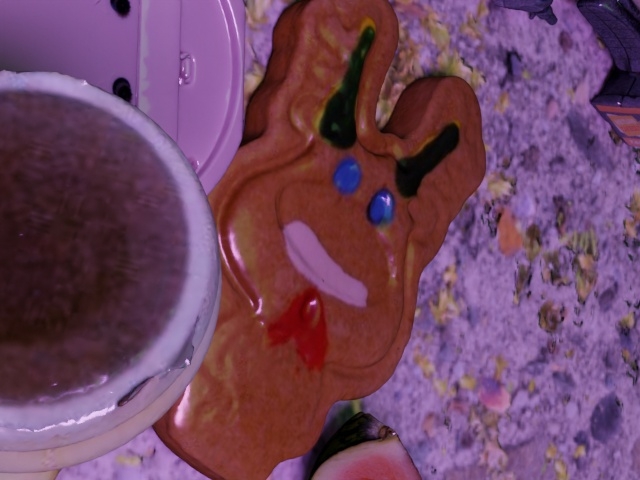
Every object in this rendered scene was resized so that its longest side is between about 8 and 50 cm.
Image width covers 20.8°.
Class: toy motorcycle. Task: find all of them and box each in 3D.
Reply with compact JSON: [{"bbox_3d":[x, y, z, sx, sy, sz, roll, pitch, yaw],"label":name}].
[{"bbox_3d":[0.209,-0.196,1.269,0.263,0.091,0.157,40,69,-37],"label":"toy motorcycle"}]

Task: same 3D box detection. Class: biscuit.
[{"bbox_3d":[0.000,0.000,1.107,0.202,0.047,0.334,45,62,-33],"label":"biscuit"}]

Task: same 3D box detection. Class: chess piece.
[{"bbox_3d":[-0.142,0.053,0.838,0.176,0.298,0.176,3,70,-7],"label":"chess piece"}]

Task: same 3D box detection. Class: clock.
[{"bbox_3d":[-0.132,-0.100,0.972,0.197,0.068,0.197,0,91,-43],"label":"clock"}]

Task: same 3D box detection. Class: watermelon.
[{"bbox_3d":[0.041,0.159,1.130,0.069,0.087,0.163,-82,153,-45],"label":"watermelon"}]
